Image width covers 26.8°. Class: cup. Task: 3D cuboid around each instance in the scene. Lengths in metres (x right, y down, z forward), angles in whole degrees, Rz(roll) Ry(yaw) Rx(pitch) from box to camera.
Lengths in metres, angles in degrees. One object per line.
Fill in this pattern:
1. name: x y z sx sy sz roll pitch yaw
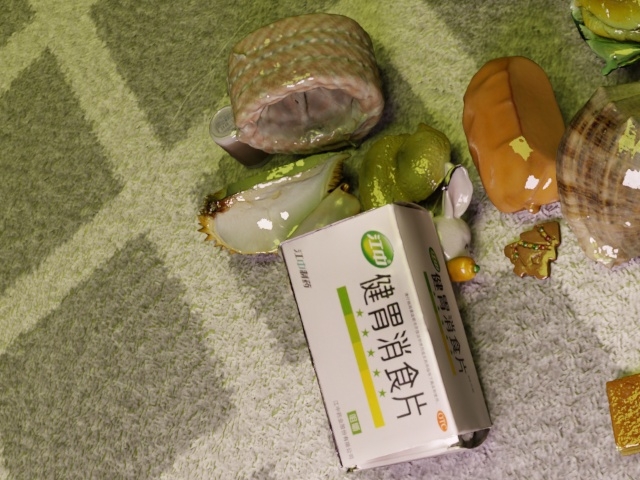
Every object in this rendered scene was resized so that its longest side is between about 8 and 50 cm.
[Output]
1. cup: -0.120 -0.180 2.141 0.074 0.099 0.102 9 74 35

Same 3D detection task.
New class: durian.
1. durian: -0.067 -0.072 2.033 0.252 0.139 0.144 -12 60 4

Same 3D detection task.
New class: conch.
1. conch: 0.006 0.006 1.986 0.176 0.094 0.104 -51 44 -11
2. conch: 0.421 -0.097 1.699 0.291 0.210 0.159 -60 7 6

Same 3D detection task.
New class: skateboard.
1. skateboard: 0.186 -0.059 1.936 0.064 0.032 0.083 14 78 26

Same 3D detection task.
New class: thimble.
1. thimble: -0.023 -0.232 2.033 0.229 0.196 0.148 -4 55 -10

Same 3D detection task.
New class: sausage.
1. sausage: 0.271 -0.144 1.861 0.136 0.120 0.241 -54 39 44

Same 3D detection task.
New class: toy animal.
1. toy animal: 0.162 -0.007 1.861 0.182 0.127 0.131 -40 14 10

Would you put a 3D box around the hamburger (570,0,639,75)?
1. hamburger: 0.433 -0.331 1.839 0.235 0.125 0.214 -46 40 -12

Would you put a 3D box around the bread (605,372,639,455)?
1. bread: 0.403 0.210 1.662 0.090 0.035 0.094 -17 60 25

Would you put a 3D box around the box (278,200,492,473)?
1. box: 0.088 0.131 1.774 0.173 0.145 0.332 -20 79 25

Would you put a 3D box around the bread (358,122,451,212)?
1. bread: 0.115 -0.089 1.953 0.149 0.065 0.187 -7 61 44

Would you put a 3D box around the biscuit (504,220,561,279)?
1. biscuit: 0.296 0.011 1.838 0.092 0.016 0.082 -51 51 4
